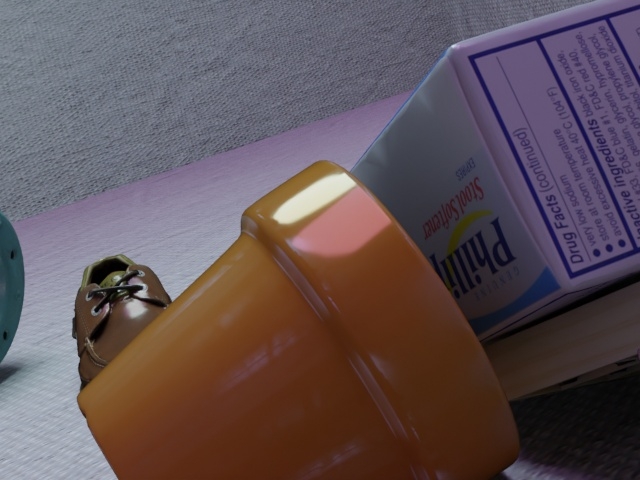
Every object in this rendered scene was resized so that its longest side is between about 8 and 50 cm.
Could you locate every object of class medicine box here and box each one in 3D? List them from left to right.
[{"bbox_3d":[0.185,-0.043,0.779,0.289,0.149,0.263,-18,-12,-20],"label":"medicine box"}]

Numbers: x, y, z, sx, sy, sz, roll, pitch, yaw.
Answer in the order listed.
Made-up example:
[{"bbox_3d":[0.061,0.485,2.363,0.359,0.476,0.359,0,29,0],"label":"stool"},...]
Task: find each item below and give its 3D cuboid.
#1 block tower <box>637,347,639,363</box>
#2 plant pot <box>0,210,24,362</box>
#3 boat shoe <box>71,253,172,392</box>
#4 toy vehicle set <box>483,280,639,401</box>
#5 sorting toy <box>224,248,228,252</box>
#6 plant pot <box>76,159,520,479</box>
[{"bbox_3d":[0.188,0.122,0.452,0.097,0.090,0.335,-12,11,10],"label":"block tower"},{"bbox_3d":[-0.451,0.045,1.252,0.235,0.293,0.293,4,15,16],"label":"plant pot"},{"bbox_3d":[-0.190,0.080,1.149,0.111,0.104,0.307,-18,11,-16],"label":"boat shoe"},{"bbox_3d":[0.237,0.030,0.675,0.166,0.035,0.267,-5,-17,-38],"label":"toy vehicle set"},{"bbox_3d":[0.000,0.000,1.520,0.208,0.038,0.193,-24,13,-23],"label":"sorting toy"},{"bbox_3d":[-0.024,0.089,0.686,0.188,0.205,0.205,-32,13,-9],"label":"plant pot"}]
